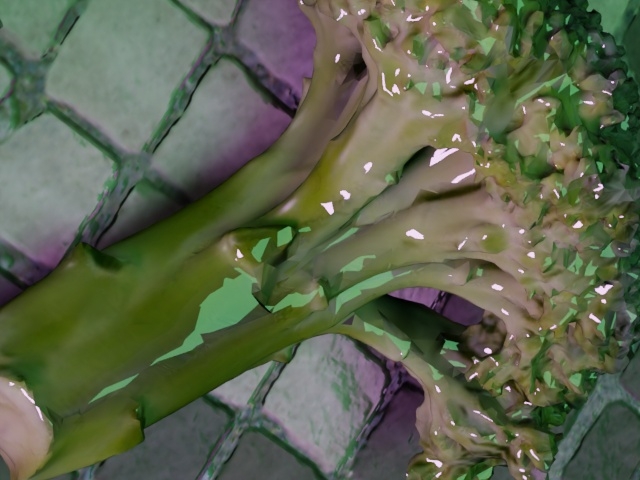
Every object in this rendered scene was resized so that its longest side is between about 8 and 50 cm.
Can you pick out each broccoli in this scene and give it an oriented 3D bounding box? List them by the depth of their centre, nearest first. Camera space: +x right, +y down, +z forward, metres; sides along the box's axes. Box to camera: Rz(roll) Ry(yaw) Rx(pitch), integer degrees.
[{"bbox_3d":[0.002,-0.036,1.005,0.397,0.275,0.353,4,83,-16],"label":"broccoli"}]

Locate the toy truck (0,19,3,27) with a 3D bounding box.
[{"bbox_3d":[-0.258,-0.097,0.833,0.286,0.111,0.136,-34,122,-23],"label":"toy truck"}]
